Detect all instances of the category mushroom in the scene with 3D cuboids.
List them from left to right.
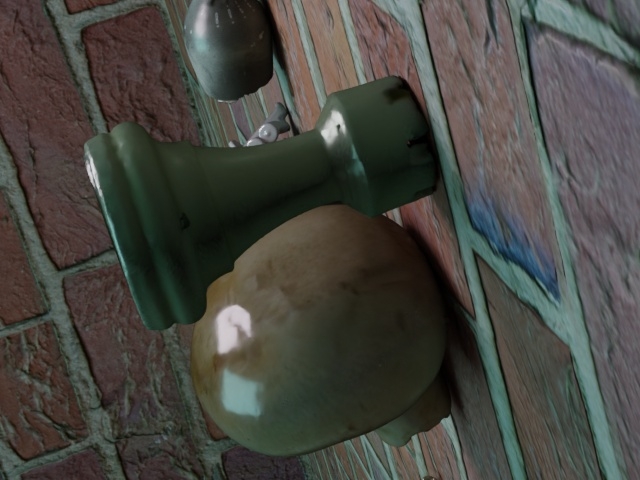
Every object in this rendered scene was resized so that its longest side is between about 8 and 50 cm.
[{"bbox_3d":[0.016,0.127,1.495,0.290,0.292,0.292,55,-175,-40],"label":"mushroom"}]

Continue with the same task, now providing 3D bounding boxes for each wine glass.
[{"bbox_3d":[-0.135,-0.318,1.924,0.126,0.126,0.241,-119,13,-52],"label":"wine glass"}]

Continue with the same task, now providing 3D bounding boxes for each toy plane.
[{"bbox_3d":[-0.120,-0.096,2.107,0.118,0.252,0.252,37,169,3],"label":"toy plane"}]

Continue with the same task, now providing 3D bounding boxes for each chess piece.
[{"bbox_3d":[-0.051,-0.051,1.294,0.194,0.299,0.195,160,90,-83],"label":"chess piece"}]

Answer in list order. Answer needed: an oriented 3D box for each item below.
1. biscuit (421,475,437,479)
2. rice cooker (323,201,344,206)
[{"bbox_3d":[0.183,0.438,1.864,0.133,0.032,0.250,94,156,-71],"label":"biscuit"},{"bbox_3d":[0.000,0.000,1.783,0.106,0.112,0.165,65,173,2],"label":"rice cooker"}]
